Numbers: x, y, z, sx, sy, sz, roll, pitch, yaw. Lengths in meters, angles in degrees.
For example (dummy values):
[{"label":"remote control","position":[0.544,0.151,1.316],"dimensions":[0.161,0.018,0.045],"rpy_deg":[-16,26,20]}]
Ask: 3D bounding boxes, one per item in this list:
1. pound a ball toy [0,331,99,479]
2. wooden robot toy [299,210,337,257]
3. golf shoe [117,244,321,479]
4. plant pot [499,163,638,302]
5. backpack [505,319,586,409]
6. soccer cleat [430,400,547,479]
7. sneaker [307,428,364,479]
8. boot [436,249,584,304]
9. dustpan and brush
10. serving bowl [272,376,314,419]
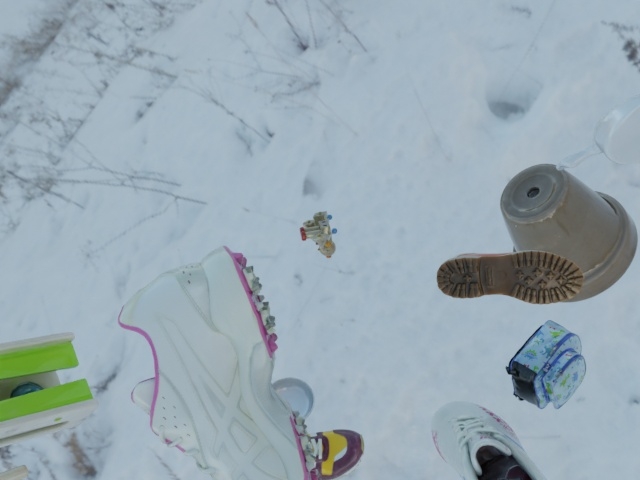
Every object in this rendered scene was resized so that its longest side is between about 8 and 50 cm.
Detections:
[{"label":"pound a ball toy","position":[-0.471,0.265,1.015],"dimensions":[0.136,0.319,0.208],"rpy_deg":[-40,69,37]},{"label":"wooden robot toy","position":[0.000,0.000,1.575],"dimensions":[0.076,0.079,0.173],"rpy_deg":[-15,20,0]},{"label":"golf shoe","position":[-0.083,0.164,0.660],"dimensions":[0.140,0.115,0.306],"rpy_deg":[-18,79,-6]},{"label":"plant pot","position":[0.493,-0.039,1.553],"dimensions":[0.263,0.229,0.263],"rpy_deg":[-28,39,25]},{"label":"backpack","position":[0.345,0.187,1.108],"dimensions":[0.084,0.105,0.114],"rpy_deg":[26,66,39]},{"label":"soccer cleat","position":[0.244,0.308,1.093],"dimensions":[0.116,0.143,0.331],"rpy_deg":[-33,25,-4]},{"label":"sneaker","position":[-0.028,0.306,1.060],"dimensions":[0.185,0.084,0.069],"rpy_deg":[-23,50,27]},{"label":"boot","position":[0.216,0.035,0.850],"dimensions":[0.158,0.084,0.059],"rpy_deg":[3,97,15]},{"label":"dustpan and brush","position":[0.488,-0.162,1.235],"dimensions":[0.211,0.147,0.060],"rpy_deg":[-37,39,32]},{"label":"serving bowl","position":[-0.050,0.261,1.188],"dimensions":[0.083,0.027,0.083],"rpy_deg":[-2,50,2]}]
